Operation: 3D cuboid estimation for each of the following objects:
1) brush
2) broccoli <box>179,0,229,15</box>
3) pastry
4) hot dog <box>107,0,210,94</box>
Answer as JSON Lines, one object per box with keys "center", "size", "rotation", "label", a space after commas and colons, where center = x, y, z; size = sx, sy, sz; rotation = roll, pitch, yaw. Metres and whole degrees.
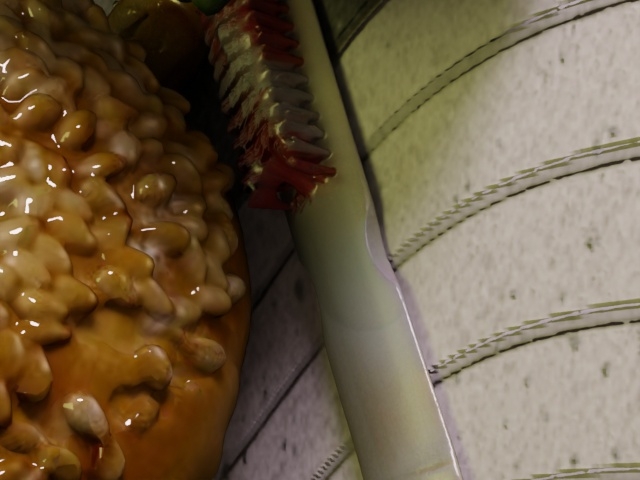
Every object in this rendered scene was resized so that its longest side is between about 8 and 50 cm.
{"center": [0.000, 0.000, 0.879], "size": [0.060, 0.050, 0.321], "rotation": [-39, 58, 39], "label": "brush"}
{"center": [-0.029, -0.253, 0.747], "size": [0.348, 0.280, 0.293], "rotation": [-39, 58, 40], "label": "broccoli"}
{"center": [-0.228, 0.026, 0.874], "size": [0.245, 0.409, 0.410], "rotation": [123, 138, -63], "label": "pastry"}
{"center": [-0.122, -0.076, 1.042], "size": [0.066, 0.047, 0.216], "rotation": [41, 127, 4], "label": "hot dog"}
